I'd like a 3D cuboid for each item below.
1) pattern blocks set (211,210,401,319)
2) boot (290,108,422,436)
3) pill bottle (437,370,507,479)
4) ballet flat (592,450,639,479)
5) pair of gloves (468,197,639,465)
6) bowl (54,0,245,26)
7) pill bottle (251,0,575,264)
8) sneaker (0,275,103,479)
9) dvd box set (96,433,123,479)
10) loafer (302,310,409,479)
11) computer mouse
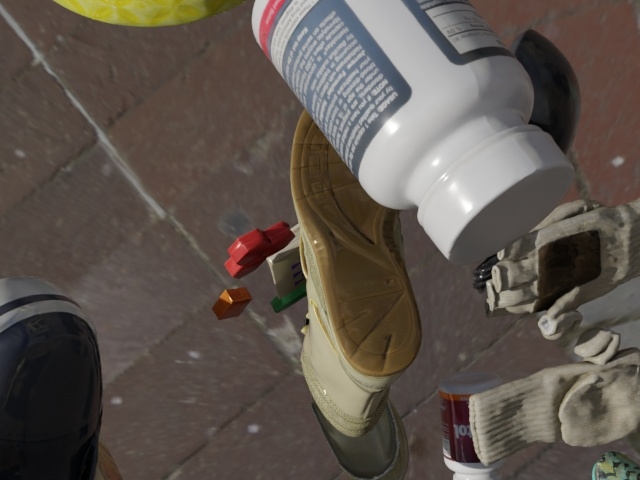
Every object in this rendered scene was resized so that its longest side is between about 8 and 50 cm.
[{"bbox_3d":[0.000,0.000,1.493,0.285,0.325,0.026,-31,75,-15],"label":"pattern blocks set"},{"bbox_3d":[0.023,0.026,1.163,0.095,0.203,0.262,-9,66,-9],"label":"boot"},{"bbox_3d":[0.203,0.255,1.745,0.086,0.086,0.152,-6,98,3],"label":"pill bottle"},{"bbox_3d":[0.286,0.245,1.042,0.070,0.070,0.188,-32,97,0],"label":"ballet flat"},{"bbox_3d":[0.227,0.079,1.122,0.204,0.042,0.240,-10,117,-20],"label":"pair of gloves"},{"bbox_3d":[-0.145,-0.340,1.097,0.289,0.156,0.289,-1,66,3],"label":"bowl"},{"bbox_3d":[0.051,-0.080,0.713,0.108,0.108,0.180,-34,67,-1],"label":"pill bottle"},{"bbox_3d":[-0.151,0.180,0.606,0.127,0.126,0.321,31,108,31],"label":"sneaker"},{"bbox_3d":[-0.343,0.171,1.483,0.062,0.420,0.307,-39,118,-5],"label":"dvd box set"},{"bbox_3d":[0.030,0.189,1.644,0.102,0.092,0.268,-27,63,12],"label":"loafer"},{"bbox_3d":[0.215,-0.086,1.306,0.072,0.272,0.188,17,49,18],"label":"computer mouse"}]
